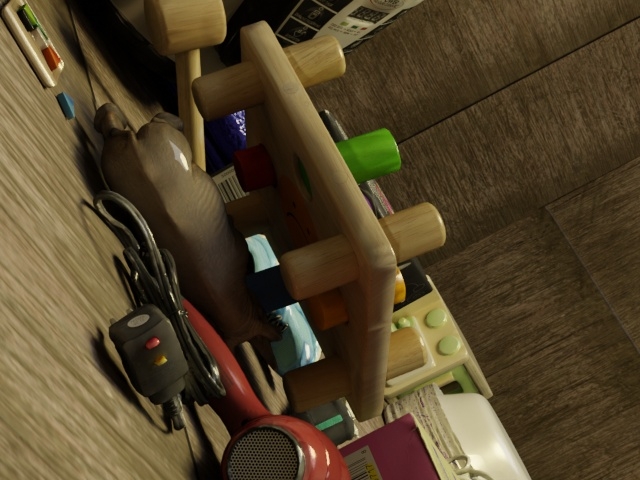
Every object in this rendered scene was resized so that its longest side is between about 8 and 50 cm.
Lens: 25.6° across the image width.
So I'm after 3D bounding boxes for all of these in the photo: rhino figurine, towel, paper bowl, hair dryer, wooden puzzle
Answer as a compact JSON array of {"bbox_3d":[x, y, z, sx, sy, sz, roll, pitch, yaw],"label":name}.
[{"bbox_3d":[-0.092,0.006,1.070,0.243,0.073,0.106,62,1,-23],"label":"rhino figurine"},{"bbox_3d":[-0.162,-0.211,1.600,0.308,0.076,0.227,61,-2,-6],"label":"towel"},{"bbox_3d":[0.217,0.338,2.056,0.284,0.148,0.284,60,5,-9],"label":"paper bowl"},{"bbox_3d":[-0.049,0.103,0.949,0.293,0.080,0.224,60,5,-28],"label":"hair dryer"},{"bbox_3d":[-0.210,-0.149,1.039,0.116,0.014,0.078,60,5,-24],"label":"wooden puzzle"}]

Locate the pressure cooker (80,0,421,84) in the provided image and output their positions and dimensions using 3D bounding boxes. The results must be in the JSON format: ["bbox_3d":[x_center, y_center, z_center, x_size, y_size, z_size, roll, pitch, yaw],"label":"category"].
[{"bbox_3d":[-0.027,-0.381,1.359,0.375,0.420,0.370,44,34,-27],"label":"pressure cooker"}]

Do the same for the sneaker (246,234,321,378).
[{"bbox_3d":[-0.057,0.062,1.315,0.073,0.063,0.162,18,37,-56],"label":"sneaker"}]

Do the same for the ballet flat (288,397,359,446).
[{"bbox_3d":[0.012,0.159,1.341,0.074,0.074,0.203,62,5,-2],"label":"ballet flat"}]

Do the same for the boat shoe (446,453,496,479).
[{"bbox_3d":[0.168,0.327,1.664,0.156,0.135,0.367,65,3,31],"label":"boat shoe"}]

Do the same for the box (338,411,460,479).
[{"bbox_3d":[0.099,0.302,1.178,0.243,0.117,0.214,55,8,-51],"label":"box"}]

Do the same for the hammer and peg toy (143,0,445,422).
[{"bbox_3d":[-0.025,-0.049,1.187,0.266,0.127,0.361,90,-24,-55],"label":"hammer and peg toy"}]

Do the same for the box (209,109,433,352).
[{"bbox_3d":[0.000,0.000,1.513,0.143,0.165,0.270,63,4,22],"label":"box"}]

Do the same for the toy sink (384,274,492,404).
[{"bbox_3d":[0.158,0.187,2.231,0.234,0.152,0.131,58,7,-51],"label":"toy sink"}]
